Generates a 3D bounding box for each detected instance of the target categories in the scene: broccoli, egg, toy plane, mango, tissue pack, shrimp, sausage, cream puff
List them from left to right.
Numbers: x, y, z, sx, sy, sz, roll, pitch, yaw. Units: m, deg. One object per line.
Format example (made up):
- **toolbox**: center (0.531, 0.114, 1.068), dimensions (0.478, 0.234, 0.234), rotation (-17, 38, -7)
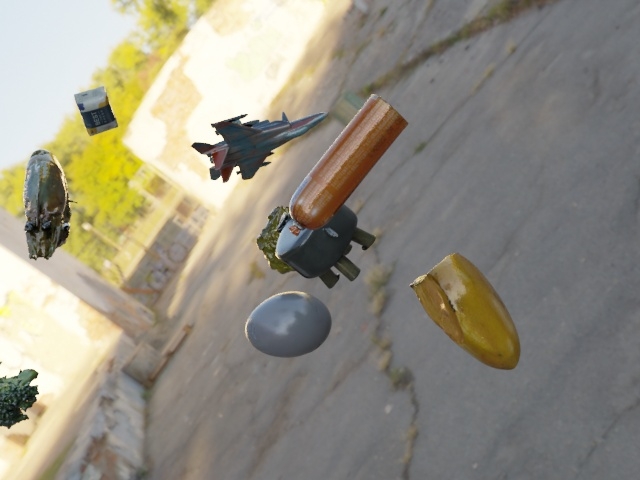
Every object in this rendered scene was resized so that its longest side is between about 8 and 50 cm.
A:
- **broccoli**: center (-0.689, 0.332, 1.810), dimensions (0.167, 0.154, 0.160), rotation (-46, 5, 36)
- **shrimp**: center (-0.331, -0.036, 1.020), dimensions (0.051, 0.115, 0.217), rotation (-21, 35, -3)
- **tissue pack**: center (-0.429, -0.247, 1.579), dimensions (0.062, 0.083, 0.042), rotation (-20, 51, -12)
- **toy plane**: center (-0.136, -0.247, 1.963), dimensions (0.326, 0.223, 0.104), rotation (-28, 54, -2)
- **cream puff**: center (-0.086, -0.003, 1.870), dimensions (0.146, 0.116, 0.146), rotation (-22, 54, 32)
- **egg**: center (-0.072, 0.189, 1.844), dimensions (0.198, 0.146, 0.146), rotation (-9, 29, 18)
- **sausage**: center (0.030, -0.103, 1.207), dimensions (0.234, 0.071, 0.071), rotation (-51, 12, 3)
- **mango**: center (0.313, 0.152, 1.680), dimensions (0.138, 0.257, 0.187), rotation (-37, -5, -5)

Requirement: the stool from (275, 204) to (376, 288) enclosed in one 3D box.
- **stool**: center (0.006, -0.007, 1.545), dimensions (0.153, 0.139, 0.228), rotation (-48, 20, 12)
